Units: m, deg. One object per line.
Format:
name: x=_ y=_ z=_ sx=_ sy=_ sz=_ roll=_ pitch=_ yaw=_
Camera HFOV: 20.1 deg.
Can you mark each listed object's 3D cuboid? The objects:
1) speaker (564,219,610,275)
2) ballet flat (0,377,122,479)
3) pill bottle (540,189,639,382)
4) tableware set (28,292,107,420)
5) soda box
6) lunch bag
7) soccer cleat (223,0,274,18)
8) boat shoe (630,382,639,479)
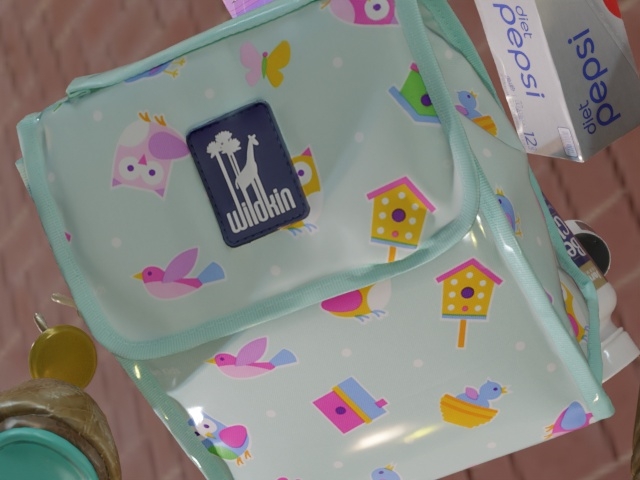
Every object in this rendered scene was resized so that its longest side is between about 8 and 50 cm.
speaker: x=0.264 y=0.012 z=1.851 sx=0.136 sy=0.055 sz=0.055 roll=-56 pitch=-37 yaw=-83
ballet flat: x=-0.232 y=0.191 z=0.923 sx=0.342 sy=0.116 sz=0.124 roll=-46 pitch=13 yaw=9
pill bottle: x=0.163 y=0.036 z=1.355 sx=0.169 sy=0.094 sz=0.094 roll=54 pitch=140 yaw=5
tableware set: x=-0.139 y=0.056 z=1.208 sx=0.024 sy=0.104 sz=0.154 roll=2 pitch=71 yaw=61
soda box: x=0.211 y=-0.222 z=1.678 sx=0.091 sy=0.098 sz=0.286 roll=16 pitch=132 yaw=55
lunch bag: x=0.000 y=0.000 z=0.913 sx=0.262 sy=0.223 sz=0.160 roll=59 pitch=-161 yaw=-31
soccer cleat: x=-0.054 y=-0.268 z=1.642 sx=0.318 sy=0.116 sz=0.109 roll=80 pitch=-164 yaw=-56
boat shoe: x=0.105 y=0.023 z=0.423 sx=0.056 sy=0.049 sz=0.152 roll=115 pitch=169 yaw=-56
